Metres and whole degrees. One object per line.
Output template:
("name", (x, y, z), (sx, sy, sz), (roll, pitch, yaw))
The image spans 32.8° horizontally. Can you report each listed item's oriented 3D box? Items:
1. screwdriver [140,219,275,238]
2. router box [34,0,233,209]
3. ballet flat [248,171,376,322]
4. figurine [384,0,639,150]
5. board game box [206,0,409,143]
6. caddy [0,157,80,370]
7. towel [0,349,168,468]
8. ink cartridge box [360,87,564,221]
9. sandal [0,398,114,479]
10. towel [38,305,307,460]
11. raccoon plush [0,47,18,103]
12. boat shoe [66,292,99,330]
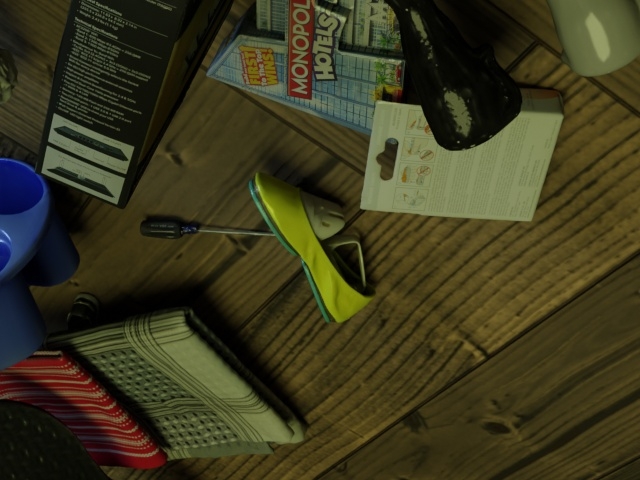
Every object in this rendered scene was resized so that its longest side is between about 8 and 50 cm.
("screwdriver", (-0.129, -0.013, 1.275), (0.170, 0.025, 0.024), (0, 132, 6))
("router box", (-0.115, -0.214, 0.863), (0.081, 0.308, 0.243), (22, 136, -5))
("ballet flat", (0.000, 0.000, 1.212), (0.077, 0.077, 0.231), (-23, 128, 9))
("figurine", (0.149, -0.213, 0.907), (0.215, 0.092, 0.209), (-28, 118, 8))
("board game box", (-0.010, -0.197, 1.023), (0.194, 0.060, 0.194), (10, 135, 8))
("caddy", (-0.450, 0.017, 1.248), (0.341, 0.241, 0.179), (-1, 137, 19))
("towel", (-0.349, 0.234, 1.477), (0.199, 0.031, 0.275), (-4, 140, 27))
("ink cartridge box", (0.136, -0.086, 1.072), (0.179, 0.045, 0.145), (6, 135, -1))
("sandal", (-0.354, 0.363, 1.503), (0.107, 0.167, 0.445), (19, 156, 47))
("towel", (-0.217, 0.213, 1.459), (0.312, 0.056, 0.324), (-13, 137, 28))
("raccoon plush", (-0.374, -0.341, 0.968), (0.299, 0.216, 0.446), (-30, 144, 24))
("boat shoe", (-0.316, 0.124, 1.447), (0.046, 0.038, 0.125), (18, 135, 1))
